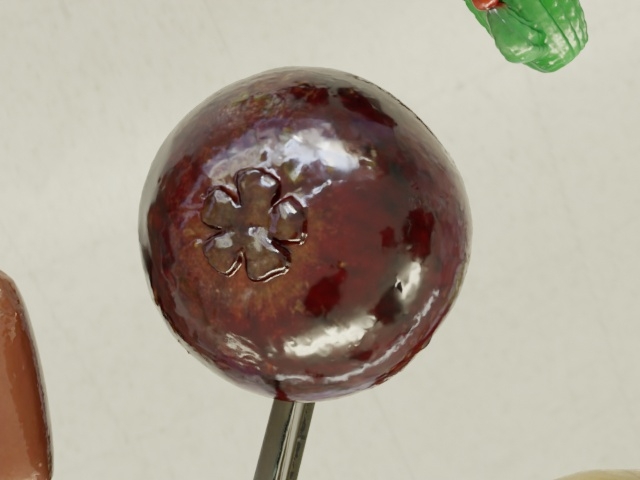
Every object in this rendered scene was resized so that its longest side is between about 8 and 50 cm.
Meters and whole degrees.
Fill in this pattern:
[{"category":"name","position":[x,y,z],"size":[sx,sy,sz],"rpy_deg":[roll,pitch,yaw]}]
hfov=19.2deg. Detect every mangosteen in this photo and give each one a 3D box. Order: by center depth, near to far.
[{"category":"mangosteen","position":[0.000,0.000,1.226],"size":[0.215,0.215,0.257],"rpy_deg":[-38,163,11]}]

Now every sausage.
[{"category":"sausage","position":[-0.240,0.108,1.409],"size":[0.077,0.077,0.194],"rpy_deg":[-11,106,-12]}]

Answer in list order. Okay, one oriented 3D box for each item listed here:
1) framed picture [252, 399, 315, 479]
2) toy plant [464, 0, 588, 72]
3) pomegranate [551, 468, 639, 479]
[{"category":"framed picture","position":[-0.032,0.177,1.387],"size":[0.020,0.289,0.211],"rpy_deg":[12,149,4]},{"category":"toy plant","position":[0.158,-0.260,1.700],"size":[0.088,0.240,0.154],"rpy_deg":[-30,173,34]},{"category":"pomegranate","position":[0.296,0.363,1.836],"size":[0.342,0.342,0.342],"rpy_deg":[-10,129,-13]}]
